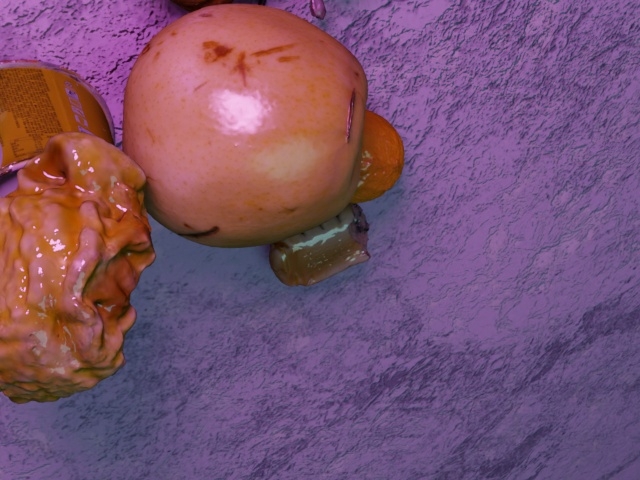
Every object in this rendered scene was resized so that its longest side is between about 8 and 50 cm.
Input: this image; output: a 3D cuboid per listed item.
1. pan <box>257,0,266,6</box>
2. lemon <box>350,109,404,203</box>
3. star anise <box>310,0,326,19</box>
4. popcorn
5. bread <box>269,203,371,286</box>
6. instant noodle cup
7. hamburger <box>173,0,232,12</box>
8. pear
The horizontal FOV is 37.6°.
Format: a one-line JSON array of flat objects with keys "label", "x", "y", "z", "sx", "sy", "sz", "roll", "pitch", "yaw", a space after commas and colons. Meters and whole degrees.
[{"label": "pan", "x": -0.091, "y": -0.267, "z": 1.252, "sx": 0.068, "sy": 0.023, "sz": 0.115, "roll": 4, "pitch": 122, "yaw": -31}, {"label": "lemon", "x": 0.037, "y": -0.124, "z": 1.356, "sx": 0.187, "sy": 0.142, "sz": 0.142, "roll": 13, "pitch": 117, "yaw": -33}, {"label": "star anise", "x": 0.045, "y": -0.400, "z": 1.182, "sx": 0.231, "sy": 0.089, "sz": 0.209, "roll": -42, "pitch": 142, "yaw": 4}, {"label": "popcorn", "x": -0.274, "y": 0.048, "z": 0.974, "sx": 0.286, "sy": 0.225, "sz": 0.174, "roll": -50, "pitch": 138, "yaw": 14}, {"label": "bread", "x": 0.000, "y": 0.000, "z": 1.469, "sx": 0.177, "sy": 0.084, "sz": 0.119, "roll": -25, "pitch": 131, "yaw": -10}, {"label": "instant noodle cup", "x": -0.351, "y": -0.062, "z": 1.141, "sx": 0.264, "sy": 0.200, "sz": 0.264, "roll": -17, "pitch": 132, "yaw": -20}, {"label": "hamburger", "x": -0.133, "y": -0.345, "z": 1.079, "sx": 0.183, "sy": 0.130, "sz": 0.206, "roll": -31, "pitch": 148, "yaw": 21}, {"label": "pear", "x": -0.085, "y": -0.136, "z": 1.135, "sx": 0.309, "sy": 0.309, "sz": 0.309, "roll": -16, "pitch": 130, "yaw": -19}]
